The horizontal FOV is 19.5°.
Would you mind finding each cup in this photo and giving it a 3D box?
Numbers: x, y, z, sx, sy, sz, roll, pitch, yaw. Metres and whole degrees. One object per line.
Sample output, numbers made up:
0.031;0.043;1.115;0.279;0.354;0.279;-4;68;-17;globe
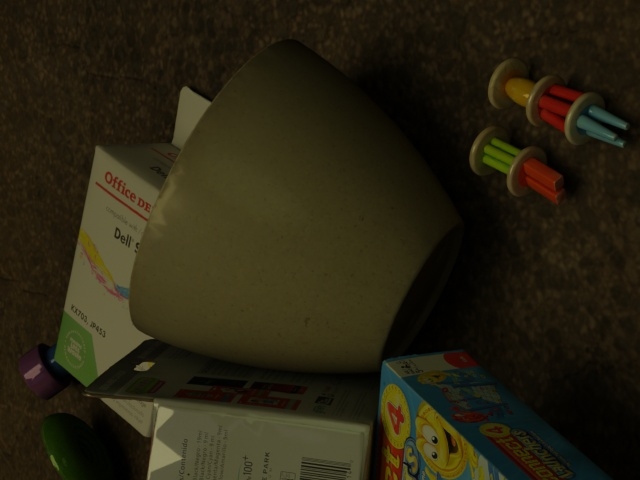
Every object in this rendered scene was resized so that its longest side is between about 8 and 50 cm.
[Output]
0.000;0.000;1.833;0.237;0.331;0.331;28;117;15;cup

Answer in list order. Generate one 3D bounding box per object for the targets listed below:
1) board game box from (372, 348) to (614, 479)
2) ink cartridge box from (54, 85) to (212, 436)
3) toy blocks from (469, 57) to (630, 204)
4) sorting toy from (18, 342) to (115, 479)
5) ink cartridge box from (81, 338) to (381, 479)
0.143;0.295;1.614;0.302;0.086;0.308;-139;48;-58;board game box
-0.179;0.019;2.137;0.207;0.119;0.353;32;117;41;ink cartridge box
0.217;-0.090;1.741;0.148;0.054;0.123;31;115;41;toy blocks
-0.248;0.259;2.279;0.126;0.127;0.365;-34;63;12;sorting toy
-0.076;0.194;1.827;0.272;0.309;0.130;7;97;6;ink cartridge box
